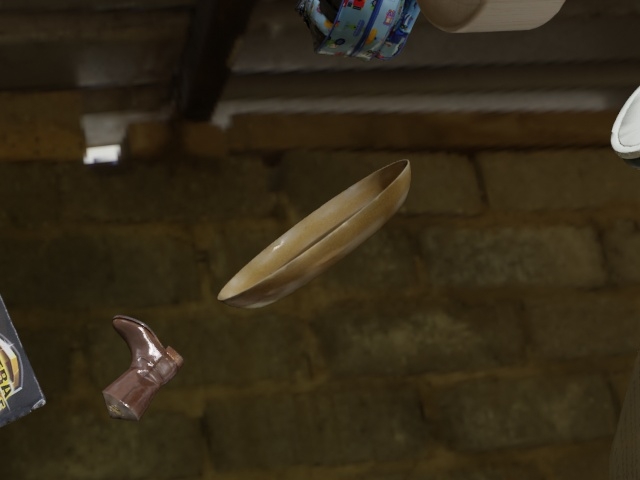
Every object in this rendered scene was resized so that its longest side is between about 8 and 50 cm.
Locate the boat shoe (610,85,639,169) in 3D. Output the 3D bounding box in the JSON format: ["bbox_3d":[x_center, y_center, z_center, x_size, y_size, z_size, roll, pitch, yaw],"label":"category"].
[{"bbox_3d":[0.424,-0.157,1.440,0.116,0.099,0.319,-3,33,51],"label":"boat shoe"}]

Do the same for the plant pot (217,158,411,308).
[{"bbox_3d":[0.000,0.000,1.365,0.236,0.032,0.236,-35,7,5],"label":"plant pot"}]

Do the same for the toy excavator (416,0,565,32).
[{"bbox_3d":[0.158,-0.431,0.994,0.222,0.433,0.445,-7,-21,-24],"label":"toy excavator"}]

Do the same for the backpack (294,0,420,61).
[{"bbox_3d":[0.051,-0.259,1.419,0.117,0.173,0.158,21,-68,-11],"label":"backpack"}]

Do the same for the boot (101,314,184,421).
[{"bbox_3d":[-0.230,0.151,1.598,0.114,0.106,0.037,-50,-11,-40],"label":"boot"}]

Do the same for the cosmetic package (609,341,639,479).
[{"bbox_3d":[0.445,0.190,1.172,0.327,0.329,0.393,8,-53,5],"label":"cosmetic package"}]

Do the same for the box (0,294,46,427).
[{"bbox_3d":[-0.330,-0.012,0.996,0.073,0.293,0.295,-27,14,-27],"label":"box"}]
